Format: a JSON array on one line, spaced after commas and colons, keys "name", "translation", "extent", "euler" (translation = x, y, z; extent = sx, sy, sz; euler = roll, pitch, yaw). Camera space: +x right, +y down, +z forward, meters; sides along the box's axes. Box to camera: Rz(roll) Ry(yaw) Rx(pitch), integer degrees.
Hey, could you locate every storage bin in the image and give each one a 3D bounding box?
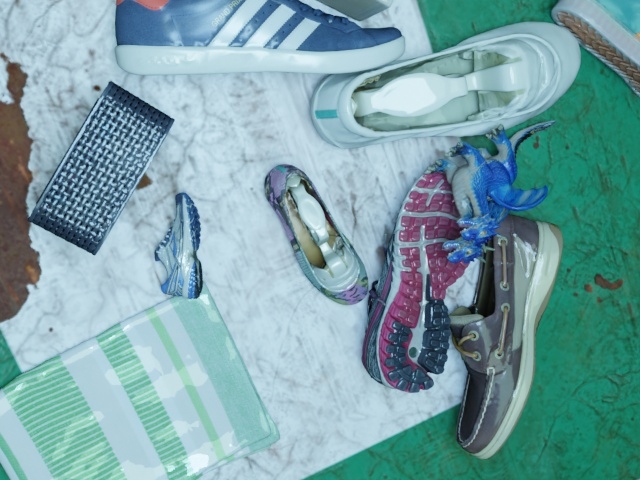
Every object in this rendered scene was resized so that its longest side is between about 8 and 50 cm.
[{"name": "storage bin", "translation": [-0.253, -0.085, 0.856], "extent": [0.084, 0.122, 0.180], "euler": [30, 90, -17]}]

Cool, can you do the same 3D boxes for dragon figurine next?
[{"name": "dragon figurine", "translation": [0.234, -0.066, 0.961], "extent": [0.289, 0.085, 0.144], "euler": [-23, 79, -41]}]

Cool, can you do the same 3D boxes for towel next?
[{"name": "towel", "translation": [-0.244, 0.234, 0.953], "extent": [0.325, 0.038, 0.247], "euler": [-26, 103, -9]}]

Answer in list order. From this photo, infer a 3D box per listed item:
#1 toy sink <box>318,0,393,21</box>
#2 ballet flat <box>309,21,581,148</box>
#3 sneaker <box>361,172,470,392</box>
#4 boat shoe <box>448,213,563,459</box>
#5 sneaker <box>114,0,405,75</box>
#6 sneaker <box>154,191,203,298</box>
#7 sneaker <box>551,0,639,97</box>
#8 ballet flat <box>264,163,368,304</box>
[{"name": "toy sink", "translation": [-0.006, -0.387, 0.869], "extent": [0.234, 0.131, 0.152], "euler": [23, 92, -16]}, {"name": "ballet flat", "translation": [0.187, -0.196, 0.950], "extent": [0.400, 0.139, 0.139], "euler": [-14, 102, -12]}, {"name": "sneaker", "translation": [0.117, 0.048, 0.988], "extent": [0.121, 0.112, 0.299], "euler": [21, 80, -22]}, {"name": "boat shoe", "translation": [0.230, 0.126, 1.024], "extent": [0.123, 0.123, 0.341], "euler": [16, 91, -8]}, {"name": "sneaker", "translation": [-0.066, -0.272, 0.871], "extent": [0.350, 0.131, 0.148], "euler": [-4, 104, -14]}, {"name": "sneaker", "translation": [-0.183, 0.007, 0.926], "extent": [0.058, 0.052, 0.135], "euler": [-2, 88, 4]}, {"name": "sneaker", "translation": [0.469, -0.278, 1.022], "extent": [0.302, 0.108, 0.121], "euler": [34, 93, -15]}, {"name": "ballet flat", "translation": [0.000, 0.000, 0.958], "extent": [0.077, 0.079, 0.221], "euler": [-32, 105, -9]}]
